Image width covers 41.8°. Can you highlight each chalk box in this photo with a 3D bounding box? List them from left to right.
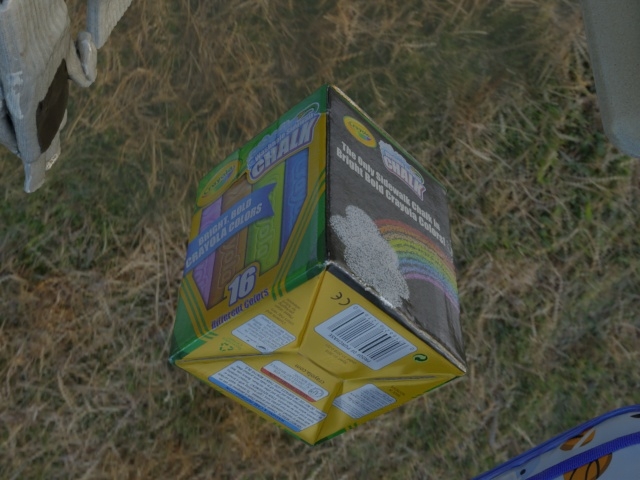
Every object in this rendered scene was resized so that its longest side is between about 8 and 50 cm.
[{"bbox_3d":[0.000,0.000,0.561,0.132,0.213,0.132,-33,125,29],"label":"chalk box"}]

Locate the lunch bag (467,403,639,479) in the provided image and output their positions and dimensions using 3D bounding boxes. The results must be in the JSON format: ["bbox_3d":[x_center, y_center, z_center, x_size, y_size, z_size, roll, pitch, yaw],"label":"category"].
[{"bbox_3d":[0.146,0.254,0.593,0.303,0.243,0.115,-34,108,28],"label":"lunch bag"}]

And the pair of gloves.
[{"bbox_3d":[-0.168,-0.172,0.604,0.042,0.240,0.204,22,145,-6],"label":"pair of gloves"}]

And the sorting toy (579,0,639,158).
[{"bbox_3d":[0.212,-0.127,0.339,0.041,0.307,0.229,19,146,-29],"label":"sorting toy"}]
